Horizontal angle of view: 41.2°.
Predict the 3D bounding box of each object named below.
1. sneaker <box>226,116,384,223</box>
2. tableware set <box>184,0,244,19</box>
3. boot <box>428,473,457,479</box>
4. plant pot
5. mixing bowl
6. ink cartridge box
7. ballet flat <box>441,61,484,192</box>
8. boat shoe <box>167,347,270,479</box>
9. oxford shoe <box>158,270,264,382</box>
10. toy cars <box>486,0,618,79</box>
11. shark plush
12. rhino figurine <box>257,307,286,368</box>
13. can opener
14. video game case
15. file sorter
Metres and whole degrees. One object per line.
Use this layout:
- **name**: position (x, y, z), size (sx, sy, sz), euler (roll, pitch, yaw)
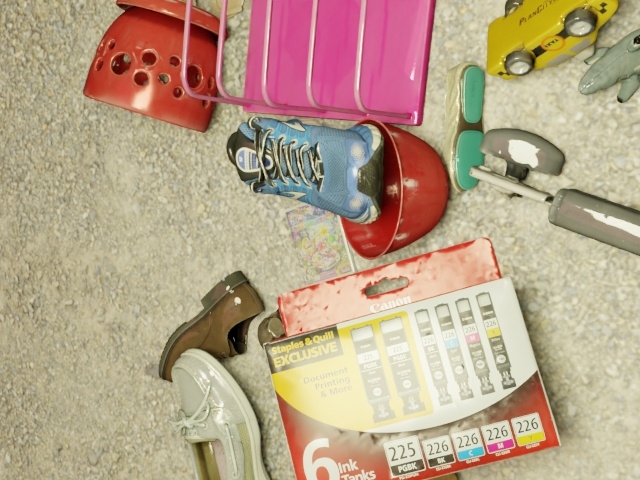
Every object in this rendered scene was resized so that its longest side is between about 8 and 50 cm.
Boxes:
- **sneaker**: position (-0.030, -0.093, 1.095), size (0.330, 0.147, 0.130), euler (21, 112, 61)
- **tableware set**: position (-0.174, -0.422, 1.316), size (0.141, 0.020, 0.169), euler (8, 97, 31)
- **boot**: position (0.106, 0.293, 1.156), size (0.115, 0.112, 0.305), euler (-24, 73, -1)
- **plant pot**: position (-0.239, -0.268, 1.270), size (0.191, 0.191, 0.174), euler (18, 93, 29)
- **mixing bowl**: position (0.102, -0.066, 1.103), size (0.181, 0.098, 0.181), euler (178, 90, -66)
- **ink cartridge box**: position (0.101, 0.153, 1.051), size (0.309, 0.130, 0.272), euler (-17, 79, 8)
- **ballet flat**: position (0.183, -0.146, 1.105), size (0.052, 0.057, 0.168), euler (8, 93, 58)
- **boat shoe**: position (-0.154, 0.318, 1.257), size (0.118, 0.103, 0.320), euler (-8, 101, 47)
- **oxford shoe**: position (-0.170, 0.156, 1.307), size (0.096, 0.083, 0.227), euler (48, 117, 13)
- **toy cars**: position (0.336, -0.341, 0.971), size (0.394, 0.087, 0.176), euler (-60, 29, 17)
- **shark plush**: position (0.369, -0.217, 0.971), size (0.161, 0.067, 0.073), euler (-30, 77, 29)
- **rhino figurine**: position (-0.024, 0.203, 1.213), size (0.243, 0.073, 0.106), euler (67, 159, 13)
- **can opener**: position (0.311, -0.058, 1.010), size (0.283, 0.076, 0.095), euler (23, 105, 27)
- **video game case**: position (0.000, 0.000, 1.237), size (0.087, 0.011, 0.122), euler (-19, 82, 31)
- **file sorter**: position (-0.022, -0.270, 1.137), size (0.290, 0.182, 0.202), euler (9, 97, 30)
